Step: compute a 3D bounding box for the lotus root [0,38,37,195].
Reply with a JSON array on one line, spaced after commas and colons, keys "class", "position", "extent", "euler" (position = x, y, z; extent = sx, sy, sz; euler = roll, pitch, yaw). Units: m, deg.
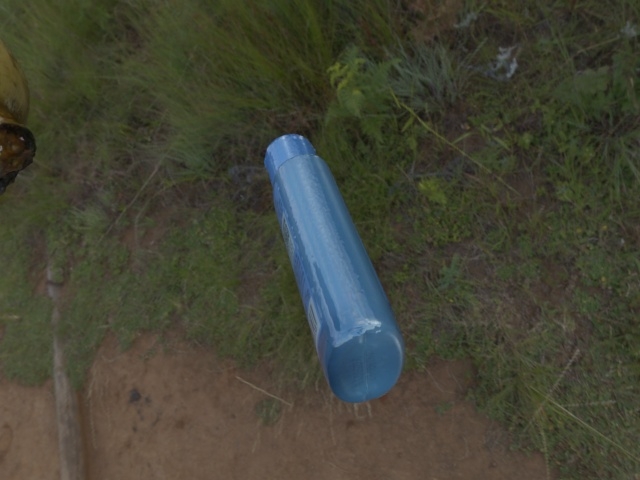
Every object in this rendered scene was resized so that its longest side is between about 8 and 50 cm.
[{"class": "lotus root", "position": [-0.325, -0.116, 0.370], "extent": [0.284, 0.146, 0.160], "euler": [29, 65, 8]}]

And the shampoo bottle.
[{"class": "shampoo bottle", "position": [0.000, 0.000, 0.449], "extent": [0.061, 0.104, 0.258], "euler": [-15, 48, -6]}]
